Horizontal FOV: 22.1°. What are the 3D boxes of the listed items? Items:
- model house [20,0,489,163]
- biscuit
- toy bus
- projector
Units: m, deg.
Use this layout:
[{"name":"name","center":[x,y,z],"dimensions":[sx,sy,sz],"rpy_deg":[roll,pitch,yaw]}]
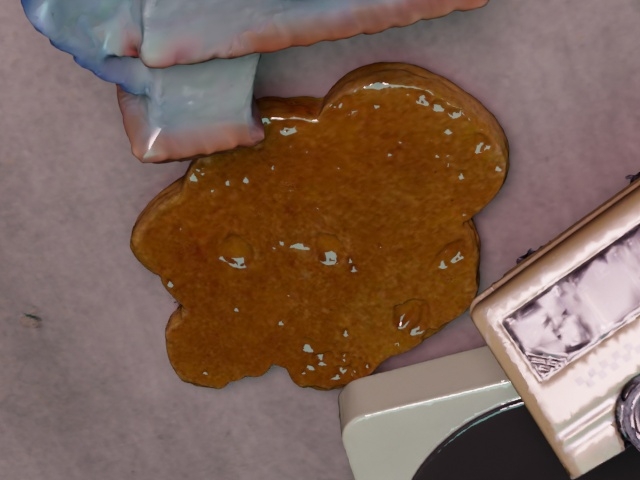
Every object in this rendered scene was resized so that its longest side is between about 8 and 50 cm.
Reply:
[{"name":"model house","center":[-0.032,-0.202,0.867],"dimensions":[0.294,0.252,0.329],"rpy_deg":[-13,148,-16]},{"name":"biscuit","center":[0.000,0.000,1.072],"dimensions":[0.208,0.041,0.290],"rpy_deg":[37,119,-20]},{"name":"toy bus","center":[0.239,0.014,0.982],"dimensions":[0.289,0.139,0.157],"rpy_deg":[-36,82,10]},{"name":"projector","center":[0.165,0.177,1.153],"dimensions":[0.259,0.079,0.257],"rpy_deg":[-14,121,5]}]
